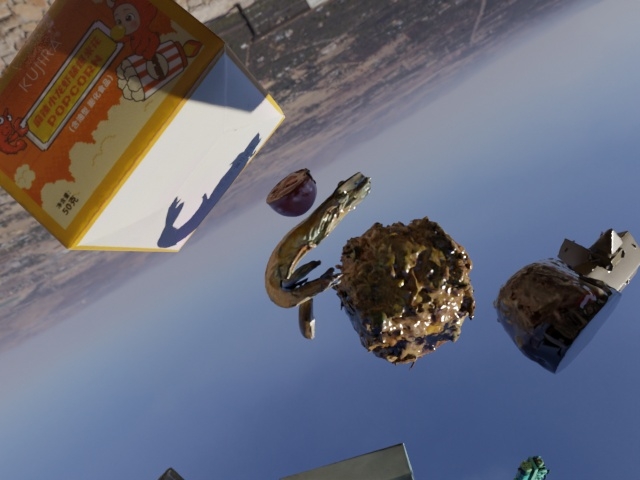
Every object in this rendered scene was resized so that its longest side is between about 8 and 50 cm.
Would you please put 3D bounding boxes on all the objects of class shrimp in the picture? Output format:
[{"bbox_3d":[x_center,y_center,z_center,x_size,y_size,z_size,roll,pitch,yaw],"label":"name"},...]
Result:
[{"bbox_3d":[0.000,0.000,0.610,0.219,0.046,0.152,-47,-152,6],"label":"shrimp"}]

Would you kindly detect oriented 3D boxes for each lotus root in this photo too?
[{"bbox_3d":[-0.028,0.153,0.865,0.030,0.083,0.037,0,-167,10],"label":"lotus root"}]

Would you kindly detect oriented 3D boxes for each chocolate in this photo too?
[{"bbox_3d":[0.532,0.152,1.049,0.340,0.210,0.225,-2,124,-47],"label":"chocolate"}]

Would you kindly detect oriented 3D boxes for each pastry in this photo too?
[{"bbox_3d":[0.144,0.091,0.790,0.275,0.274,0.193,-27,176,21],"label":"pastry"}]

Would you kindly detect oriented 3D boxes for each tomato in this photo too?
[{"bbox_3d":[-0.064,-0.115,1.168,0.139,0.091,0.159,-35,-155,7],"label":"tomato"}]

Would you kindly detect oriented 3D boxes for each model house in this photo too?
[{"bbox_3d":[0.722,0.033,1.169,0.181,0.248,0.176,-42,-131,-11],"label":"model house"}]

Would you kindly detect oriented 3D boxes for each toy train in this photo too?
[{"bbox_3d":[0.303,0.349,0.659,0.045,0.092,0.029,-7,-145,-6],"label":"toy train"}]

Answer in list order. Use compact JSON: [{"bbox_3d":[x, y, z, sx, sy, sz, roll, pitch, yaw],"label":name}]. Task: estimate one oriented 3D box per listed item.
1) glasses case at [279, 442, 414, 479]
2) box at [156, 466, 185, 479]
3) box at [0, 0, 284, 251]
[{"bbox_3d":[0.048,0.479,0.865,0.266,0.056,0.105,-18,-172,4],"label":"glasses case"},{"bbox_3d":[-0.187,0.489,0.467,0.345,0.251,0.204,-59,173,4],"label":"box"},{"bbox_3d":[-0.236,-0.155,0.599,0.283,0.214,0.259,-51,171,4],"label":"box"}]
